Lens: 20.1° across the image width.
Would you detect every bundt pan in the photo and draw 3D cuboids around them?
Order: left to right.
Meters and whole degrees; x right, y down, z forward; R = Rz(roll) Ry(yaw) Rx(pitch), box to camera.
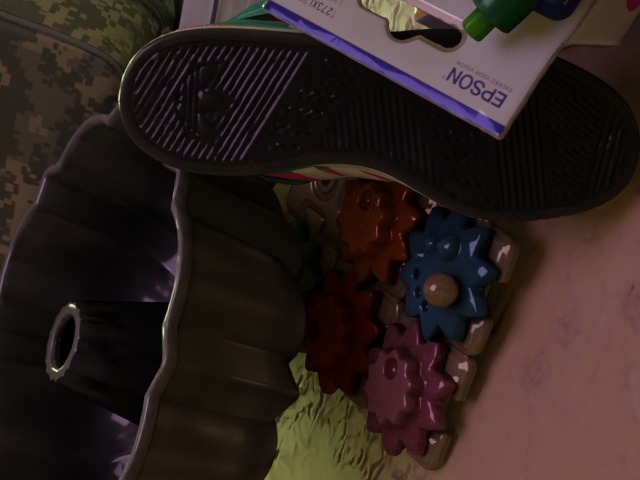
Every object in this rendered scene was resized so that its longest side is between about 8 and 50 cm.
[{"bbox_3d":[-0.117,0.081,1.197,0.331,0.124,0.330,-36,45,48],"label":"bundt pan"}]

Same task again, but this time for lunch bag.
[{"bbox_3d":[-0.219,-0.117,1.423,0.256,0.213,0.305,-71,-3,-55],"label":"lunch bag"}]

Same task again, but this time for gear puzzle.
[{"bbox_3d":[0.000,0.000,1.204,0.339,0.044,0.175,39,116,50],"label":"gear puzzle"}]

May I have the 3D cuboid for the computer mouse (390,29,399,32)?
[{"bbox_3d":[0.049,-0.111,1.233,0.193,0.042,0.106,31,109,52],"label":"computer mouse"}]

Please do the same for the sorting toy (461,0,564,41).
[{"bbox_3d":[0.174,-0.018,0.837,0.126,0.127,0.365,-43,61,21],"label":"sorting toy"}]

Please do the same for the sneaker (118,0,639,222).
[{"bbox_3d":[0.037,-0.079,1.094,0.178,0.296,0.123,-77,-4,-78],"label":"sneaker"}]

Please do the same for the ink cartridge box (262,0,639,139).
[{"bbox_3d":[0.141,-0.235,0.991,0.176,0.069,0.371,32,84,31],"label":"ink cartridge box"}]

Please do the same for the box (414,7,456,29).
[{"bbox_3d":[0.136,-0.214,1.104,0.130,0.091,0.170,-21,59,51],"label":"box"}]

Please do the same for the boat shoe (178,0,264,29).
[{"bbox_3d":[-0.065,-0.120,1.358,0.096,0.088,0.267,-76,-2,-65],"label":"boat shoe"}]
